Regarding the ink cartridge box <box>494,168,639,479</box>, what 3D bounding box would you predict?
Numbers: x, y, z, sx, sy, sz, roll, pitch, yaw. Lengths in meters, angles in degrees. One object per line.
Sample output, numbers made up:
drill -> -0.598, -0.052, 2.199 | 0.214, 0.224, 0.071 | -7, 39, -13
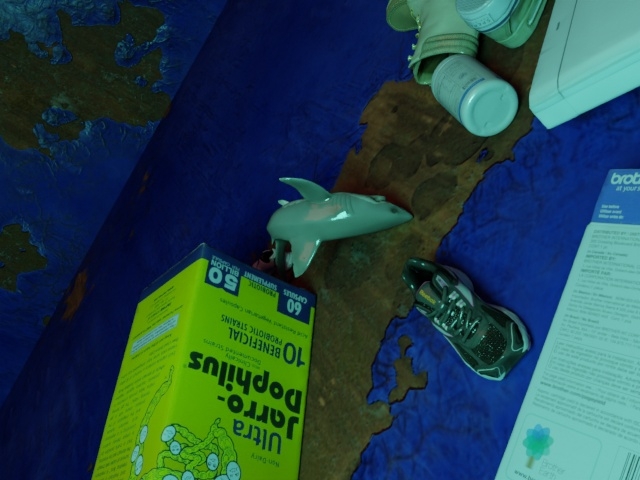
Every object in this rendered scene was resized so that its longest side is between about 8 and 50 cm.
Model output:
ink cartridge box -> 0.251, 0.097, 0.499 | 0.186, 0.065, 0.311 | 8, 76, 60

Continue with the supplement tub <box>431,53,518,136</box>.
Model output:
supplement tub -> 0.184, -0.176, 0.824 | 0.071, 0.071, 0.107 | -52, 30, 19

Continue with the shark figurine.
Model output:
shark figurine -> -0.027, 0.000, 0.937 | 0.278, 0.166, 0.116 | -18, 62, 54

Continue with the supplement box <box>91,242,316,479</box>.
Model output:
supplement box -> -0.151, 0.221, 0.909 | 0.195, 0.194, 0.356 | -32, 41, 43

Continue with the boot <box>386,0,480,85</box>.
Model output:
boot -> 0.154, -0.296, 0.971 | 0.213, 0.077, 0.165 | -3, 66, 55

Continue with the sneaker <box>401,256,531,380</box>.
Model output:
sneaker -> 0.133, 0.074, 0.692 | 0.072, 0.077, 0.178 | -59, 30, 9

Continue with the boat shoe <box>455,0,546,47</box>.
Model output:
boat shoe -> 0.261, -0.385, 0.845 | 0.109, 0.094, 0.302 | 24, 88, 52

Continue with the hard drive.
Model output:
hard drive -> 0.354, -0.252, 0.587 | 0.353, 0.047, 0.233 | -25, 31, 48

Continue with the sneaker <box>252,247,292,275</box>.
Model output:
sneaker -> -0.087, 0.033, 1.118 | 0.109, 0.044, 0.040 | -23, 49, 52
